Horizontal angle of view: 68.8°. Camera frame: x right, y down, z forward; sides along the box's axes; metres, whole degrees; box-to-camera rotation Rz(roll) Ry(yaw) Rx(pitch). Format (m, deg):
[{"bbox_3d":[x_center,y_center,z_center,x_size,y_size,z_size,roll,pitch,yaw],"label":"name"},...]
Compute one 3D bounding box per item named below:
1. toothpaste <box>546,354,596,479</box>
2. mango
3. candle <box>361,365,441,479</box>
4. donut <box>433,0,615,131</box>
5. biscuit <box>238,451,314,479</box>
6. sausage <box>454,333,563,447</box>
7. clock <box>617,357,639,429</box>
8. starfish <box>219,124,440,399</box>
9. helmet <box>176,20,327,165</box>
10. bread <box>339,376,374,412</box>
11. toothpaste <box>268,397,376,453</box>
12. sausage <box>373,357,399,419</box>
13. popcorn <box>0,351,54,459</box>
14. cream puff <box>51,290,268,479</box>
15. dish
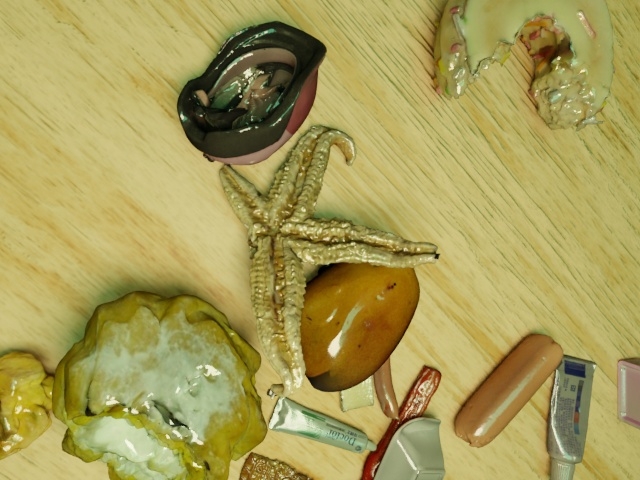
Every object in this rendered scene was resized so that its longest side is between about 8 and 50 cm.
[{"bbox_3d":[0.545,0.398,1.031,0.099,0.069,0.282,22,76,-45],"label":"toothpaste"},{"bbox_3d":[0.062,0.130,0.831,0.287,0.153,0.201,-48,114,-15],"label":"mango"},{"bbox_3d":[0.145,0.397,0.928,0.051,0.048,0.329,35,83,-30],"label":"candle"},{"bbox_3d":[0.387,-0.383,0.898,0.371,0.150,0.307,9,90,-15],"label":"donut"},{"bbox_3d":[-0.071,0.492,0.884,0.206,0.025,0.126,32,85,-14],"label":"biscuit"},{"bbox_3d":[0.389,0.307,0.966,0.289,0.086,0.086,-42,102,-9],"label":"sausage"},{"bbox_3d":[0.750,0.352,1.006,0.063,0.197,0.150,-3,93,-16],"label":"clock"},{"bbox_3d":[0.000,0.000,0.777,0.324,0.082,0.431,-19,61,-10],"label":"starfish"},{"bbox_3d":[-0.106,-0.224,0.777,0.253,0.154,0.198,-40,60,-20],"label":"helmet"},{"bbox_3d":[0.065,0.252,0.908,0.068,0.028,0.153,-6,93,-14],"label":"bread"},{"bbox_3d":[0.009,0.363,0.895,0.218,0.041,0.064,24,74,-12],"label":"toothpaste"},{"bbox_3d":[0.126,0.260,0.914,0.047,0.040,0.176,-4,94,25],"label":"sausage"},{"bbox_3d":[-0.485,0.255,0.712,0.148,0.152,0.167,35,74,5],"label":"popcorn"},{"bbox_3d":[-0.247,0.235,0.740,0.323,0.270,0.274,43,48,-14],"label":"cream puff"},{"bbox_3d":[0.180,0.456,0.899,0.154,0.064,0.234,23,88,-38],"label":"dish"}]
